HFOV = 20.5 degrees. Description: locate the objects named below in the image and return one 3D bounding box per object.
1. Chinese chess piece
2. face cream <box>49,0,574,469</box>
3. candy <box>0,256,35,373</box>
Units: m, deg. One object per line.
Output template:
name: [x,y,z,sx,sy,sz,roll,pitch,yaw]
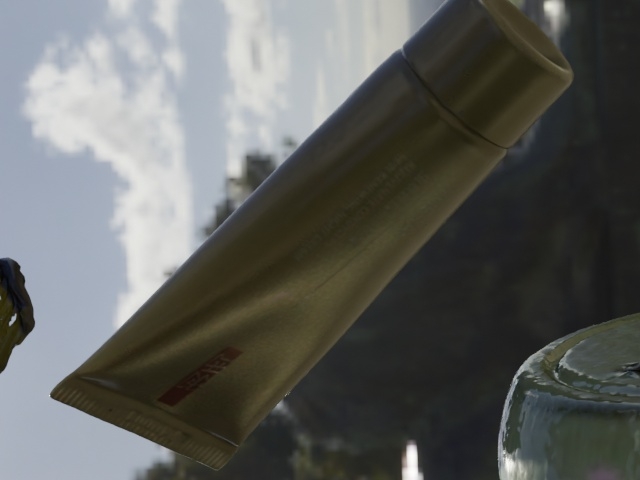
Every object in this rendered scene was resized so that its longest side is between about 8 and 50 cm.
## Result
Chinese chess piece: [0.203,0.088,0.776,0.250,0.250,0.101,-69,-31,-83]
face cream: [0.000,0.000,1.020,0.137,0.341,0.084,29,-157,-38]
candy: [-0.210,0.011,0.826,0.187,0.081,0.297,-62,39,28]
